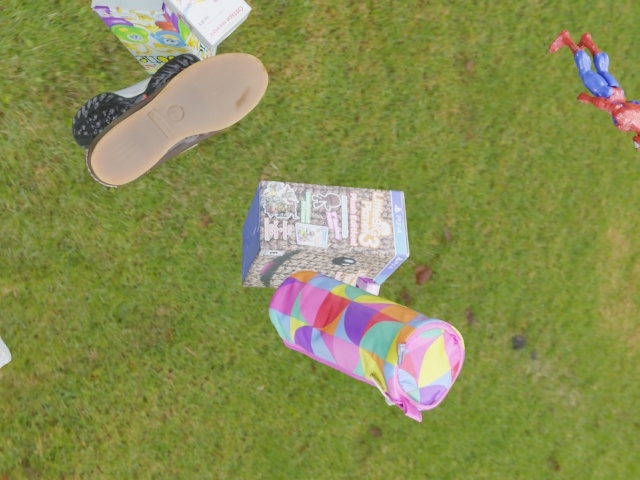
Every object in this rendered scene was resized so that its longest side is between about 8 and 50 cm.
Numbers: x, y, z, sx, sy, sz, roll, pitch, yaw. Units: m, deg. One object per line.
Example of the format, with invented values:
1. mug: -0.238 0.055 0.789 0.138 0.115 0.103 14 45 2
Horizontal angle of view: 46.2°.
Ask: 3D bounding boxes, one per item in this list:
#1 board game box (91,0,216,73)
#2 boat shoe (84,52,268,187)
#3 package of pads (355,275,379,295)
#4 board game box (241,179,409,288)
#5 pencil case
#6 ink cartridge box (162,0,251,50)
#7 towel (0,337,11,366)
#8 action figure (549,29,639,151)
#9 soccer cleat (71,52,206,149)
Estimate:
1. board game box: -0.305 -0.438 1.445 0.142 0.275 0.144 6 80 10
2. boat shoe: -0.151 -0.127 0.774 0.207 0.073 0.073 -33 103 -15
3. package of pads: 0.082 0.112 1.404 0.032 0.050 0.083 4 107 -25
4. board game box: 0.000 0.000 1.520 0.291 0.232 0.141 3 67 -13
5. pencil case: 0.042 0.103 0.808 0.104 0.236 0.104 -10 108 -34
6. ink cartridge box: -0.181 -0.372 1.165 0.088 0.052 0.122 -46 103 -8
7. towel: -0.761 0.154 1.487 0.053 0.317 0.332 -23 98 5
8. action figure: 0.204 -0.105 0.533 0.038 0.115 0.030 3 136 -27
9. soccer cleat: -0.330 -0.256 1.436 0.318 0.116 0.108 -24 88 18
